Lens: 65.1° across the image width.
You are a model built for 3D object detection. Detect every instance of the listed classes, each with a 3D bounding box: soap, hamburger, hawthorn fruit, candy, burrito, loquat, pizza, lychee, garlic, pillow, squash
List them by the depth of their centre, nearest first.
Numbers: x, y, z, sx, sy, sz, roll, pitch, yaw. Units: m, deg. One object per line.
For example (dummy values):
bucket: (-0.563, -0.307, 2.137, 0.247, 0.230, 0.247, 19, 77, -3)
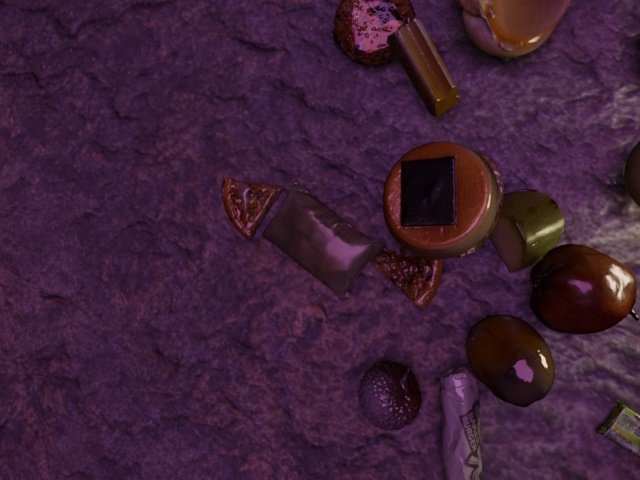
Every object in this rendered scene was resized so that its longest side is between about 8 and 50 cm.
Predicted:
hawthorn fruit: (0.611, 0.125, 1.147, 0.247, 0.208, 0.208, 18, 91, -2)
loquat: (0.439, 0.273, 1.161, 0.179, 0.179, 0.227, -48, 36, 6)
candy: (0.753, 0.464, 1.179, 0.178, 0.032, 0.102, 32, 97, 10)
garlic: (0.455, -0.609, 1.200, 0.312, 0.249, 0.286, -30, 65, -11)
burrito: (0.340, 0.523, 1.211, 0.101, 0.139, 0.447, -3, 91, 7)
hamburger: (0.294, -0.094, 1.221, 0.299, 0.176, 0.301, -2, 84, 23)
squash: (0.506, -0.039, 1.225, 0.184, 0.085, 0.192, -30, 83, 10)
soap: (0.256, -0.419, 1.226, 0.073, 0.140, 0.232, -31, 106, 11)
lychee: (0.174, 0.377, 1.234, 0.165, 0.165, 0.197, 47, 130, 10)
pizza: (0.213, 0.075, 1.287, 0.193, 0.069, 0.154, 20, 91, 13)
hamburger: (0.136, -0.572, 1.318, 0.230, 0.107, 0.231, 0, 91, 5)
pillow: (0.000, 0.000, 1.331, 0.302, 0.075, 0.185, 38, 104, 13)
pizza: (-0.184, -0.100, 1.395, 0.175, 0.036, 0.185, -13, 85, 11)

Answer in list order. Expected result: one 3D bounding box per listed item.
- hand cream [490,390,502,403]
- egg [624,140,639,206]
hand cream: (0.486, 0.342, 1.241, 0.143, 0.039, 0.061, -39, 86, 17)
egg: (0.826, -0.167, 1.100, 0.295, 0.218, 0.219, -25, 83, -4)
